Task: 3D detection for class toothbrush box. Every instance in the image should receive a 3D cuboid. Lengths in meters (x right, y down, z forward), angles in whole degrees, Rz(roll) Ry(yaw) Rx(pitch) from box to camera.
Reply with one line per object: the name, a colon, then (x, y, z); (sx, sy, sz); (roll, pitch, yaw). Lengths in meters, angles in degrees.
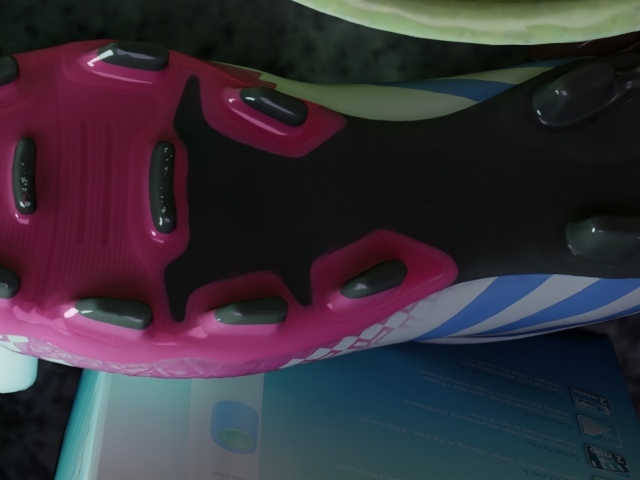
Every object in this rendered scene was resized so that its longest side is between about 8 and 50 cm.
toothbrush box: (0.009, 0.127, 0.682); (0.216, 0.295, 0.126); (15, 113, -9)

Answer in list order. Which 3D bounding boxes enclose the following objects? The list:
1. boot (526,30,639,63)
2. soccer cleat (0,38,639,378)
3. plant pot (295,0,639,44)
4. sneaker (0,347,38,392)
boot: (0.105, -0.130, 0.709); (0.106, 0.037, 0.114); (-28, 115, 0)
soccer cleat: (0.000, 0.000, 0.679); (0.331, 0.143, 0.116); (-2, 72, -18)
plant pot: (0.038, -0.221, 0.538); (0.276, 0.254, 0.276); (-3, 112, -7)
sneaker: (-0.195, -0.069, 0.675); (0.146, 0.104, 0.296); (-18, 108, -12)
